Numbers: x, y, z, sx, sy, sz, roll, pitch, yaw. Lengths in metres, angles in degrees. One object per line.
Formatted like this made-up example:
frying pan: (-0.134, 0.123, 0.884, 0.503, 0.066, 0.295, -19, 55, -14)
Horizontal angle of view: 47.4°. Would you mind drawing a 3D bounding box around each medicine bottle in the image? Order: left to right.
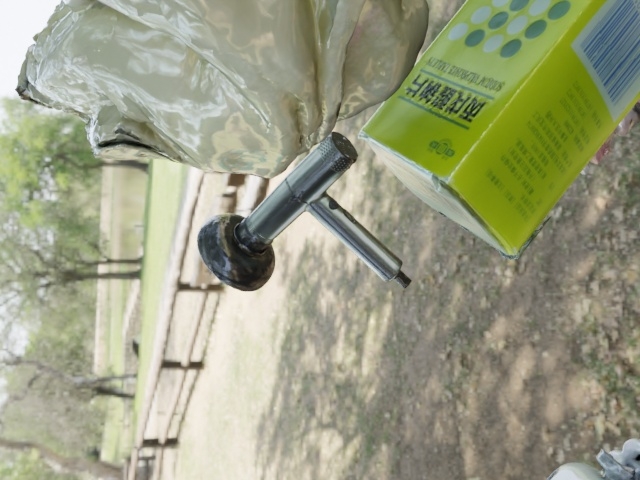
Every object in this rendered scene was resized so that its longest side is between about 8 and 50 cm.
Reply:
medicine bottle: (0.176, -0.129, 0.645, 0.250, 0.141, 0.137, -50, 42, 0)

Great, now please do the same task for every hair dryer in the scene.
hair dryer: (-0.016, 0.015, 1.233, 0.320, 0.155, 0.284, -31, 91, 31)

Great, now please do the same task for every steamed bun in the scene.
steamed bun: (-0.032, -0.194, 0.522, 0.394, 0.237, 0.347, -45, 26, 32)

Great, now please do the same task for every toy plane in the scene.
toy plane: (0.350, 0.364, 0.900, 0.267, 0.122, 0.267, -48, 8, 9)

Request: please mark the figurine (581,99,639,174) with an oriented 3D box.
figurine: (0.354, -0.145, 0.912, 0.129, 0.072, 0.054, -45, 56, 2)
